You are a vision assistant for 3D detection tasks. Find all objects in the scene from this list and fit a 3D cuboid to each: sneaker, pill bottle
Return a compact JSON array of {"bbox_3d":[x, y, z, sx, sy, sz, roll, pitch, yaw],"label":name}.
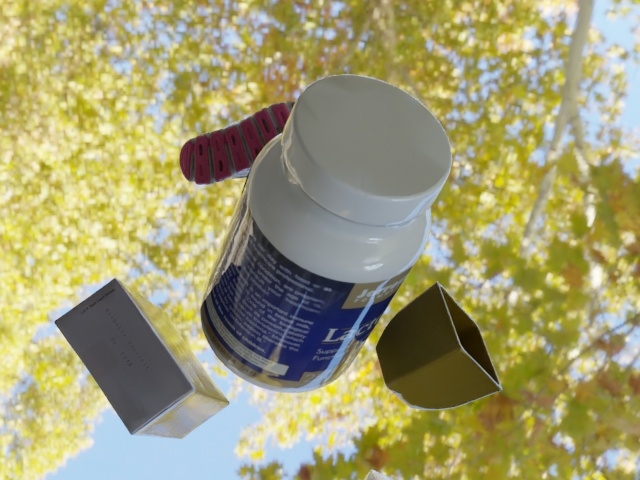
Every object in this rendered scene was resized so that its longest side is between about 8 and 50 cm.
[{"bbox_3d":[-0.049,-0.096,0.989,0.170,0.063,0.075,-15,-172,19],"label":"sneaker"},{"bbox_3d":[0.000,0.000,0.845,0.153,0.265,0.153,11,-130,-13],"label":"pill bottle"}]

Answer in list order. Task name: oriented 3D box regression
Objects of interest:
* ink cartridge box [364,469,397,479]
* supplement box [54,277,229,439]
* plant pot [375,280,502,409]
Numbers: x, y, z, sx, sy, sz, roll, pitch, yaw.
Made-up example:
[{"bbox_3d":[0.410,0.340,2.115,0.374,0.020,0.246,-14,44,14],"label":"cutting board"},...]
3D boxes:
[{"bbox_3d":[0.092,0.356,0.966,0.353,0.207,0.119,27,-163,-16],"label":"ink cartridge box"},{"bbox_3d":[-0.168,0.125,1.025,0.073,0.239,0.130,-36,-102,-4],"label":"supplement box"},{"bbox_3d":[0.097,0.103,0.915,0.083,0.081,0.081,-31,-138,16],"label":"plant pot"}]
